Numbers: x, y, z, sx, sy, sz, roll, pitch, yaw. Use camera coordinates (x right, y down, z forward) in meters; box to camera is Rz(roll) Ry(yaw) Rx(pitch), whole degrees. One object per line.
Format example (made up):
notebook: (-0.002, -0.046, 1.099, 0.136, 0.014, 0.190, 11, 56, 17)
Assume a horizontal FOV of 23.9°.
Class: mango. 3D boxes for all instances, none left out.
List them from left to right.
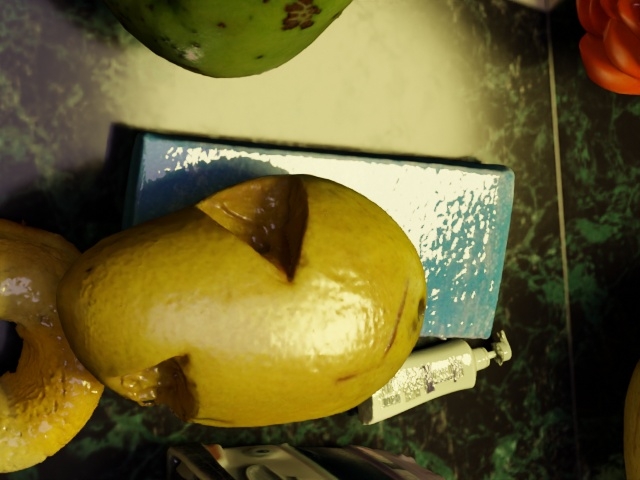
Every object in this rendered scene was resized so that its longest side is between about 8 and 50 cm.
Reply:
mango: (-0.049, 0.043, 1.032, 0.262, 0.130, 0.167, -12, 97, -27)

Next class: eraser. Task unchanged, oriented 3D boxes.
eraser: (0.000, 0.000, 1.148, 0.312, 0.043, 0.144, 3, 99, -26)

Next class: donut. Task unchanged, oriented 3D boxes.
donut: (-0.212, 0.084, 1.051, 0.146, 0.078, 0.181, 30, 90, -25)

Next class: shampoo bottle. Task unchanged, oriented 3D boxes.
shampoo bottle: (0.093, 0.107, 1.220, 0.141, 0.034, 0.049, -14, 100, -22)

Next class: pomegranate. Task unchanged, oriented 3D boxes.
pomegranate: (-0.051, -0.236, 1.004, 0.214, 0.214, 0.248, 52, 45, -25)

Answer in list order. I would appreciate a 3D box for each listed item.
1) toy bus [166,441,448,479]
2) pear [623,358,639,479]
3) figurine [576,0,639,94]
toy bus: (0.005, 0.374, 1.139, 0.249, 0.209, 0.439, -4, 104, -26)
pear: (0.398, 0.167, 1.231, 0.314, 0.314, 0.314, -6, 104, -24)
figurine: (0.337, -0.298, 1.159, 0.411, 0.241, 0.306, -59, 143, -22)
